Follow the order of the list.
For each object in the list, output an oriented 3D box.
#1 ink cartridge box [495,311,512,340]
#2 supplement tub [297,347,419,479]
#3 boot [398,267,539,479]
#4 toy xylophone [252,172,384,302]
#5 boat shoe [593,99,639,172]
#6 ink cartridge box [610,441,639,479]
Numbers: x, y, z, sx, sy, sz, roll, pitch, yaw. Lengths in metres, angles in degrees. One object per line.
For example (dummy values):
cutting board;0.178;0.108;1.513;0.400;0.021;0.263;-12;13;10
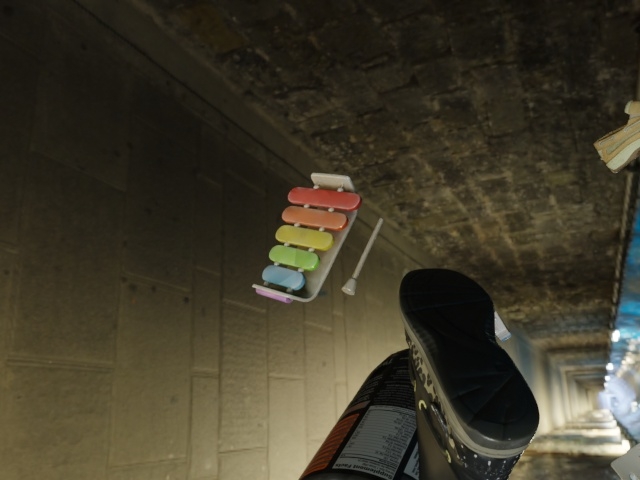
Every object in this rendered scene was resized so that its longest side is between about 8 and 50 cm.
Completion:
ink cartridge box;0.404;0.194;1.381;0.083;0.028;0.048;38;22;-54
supplement tub;0.088;0.288;0.687;0.338;0.207;0.207;-41;120;-54
boot;0.114;0.148;0.546;0.236;0.085;0.178;-98;-172;-62
toy xylophone;0.000;0.000;1.316;0.081;0.236;0.322;45;57;-45
boat shoe;0.471;-0.175;0.875;0.068;0.190;0.072;-29;76;-36
ink cartridge box;0.682;0.434;1.175;0.067;0.198;0.115;54;4;-49
